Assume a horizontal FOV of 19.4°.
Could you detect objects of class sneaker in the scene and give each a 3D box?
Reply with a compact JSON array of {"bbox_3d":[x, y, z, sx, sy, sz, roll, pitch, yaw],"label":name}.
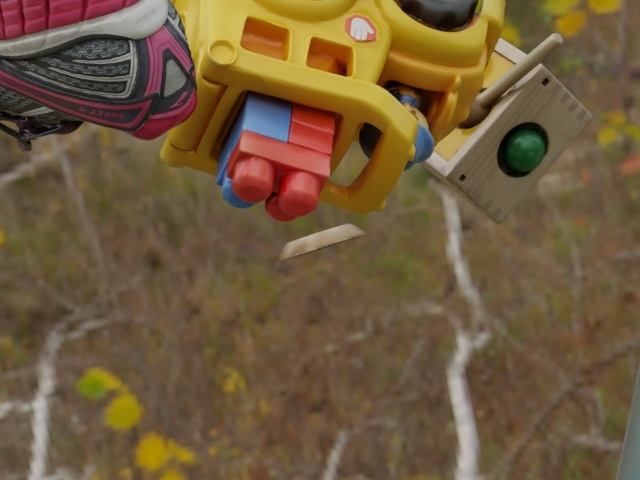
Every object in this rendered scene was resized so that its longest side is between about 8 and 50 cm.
[{"bbox_3d":[-0.192,-0.108,1.099,0.121,0.112,0.299,-40,28,-31],"label":"sneaker"}]

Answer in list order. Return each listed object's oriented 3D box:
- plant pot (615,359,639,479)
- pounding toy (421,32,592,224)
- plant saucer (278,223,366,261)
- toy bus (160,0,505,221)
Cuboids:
[{"bbox_3d":[0.198,0.120,0.784,0.165,0.166,0.234,11,-7,14],"label":"plant pot"},{"bbox_3d":[0.130,-0.100,1.416,0.130,0.100,0.141,-49,35,2],"label":"pounding toy"},{"bbox_3d":[0.000,0.000,1.686,0.083,0.015,0.083,-17,-1,0],"label":"plant saucer"},{"bbox_3d":[0.005,-0.090,1.220,0.220,0.149,0.211,14,49,-15],"label":"toy bus"}]
